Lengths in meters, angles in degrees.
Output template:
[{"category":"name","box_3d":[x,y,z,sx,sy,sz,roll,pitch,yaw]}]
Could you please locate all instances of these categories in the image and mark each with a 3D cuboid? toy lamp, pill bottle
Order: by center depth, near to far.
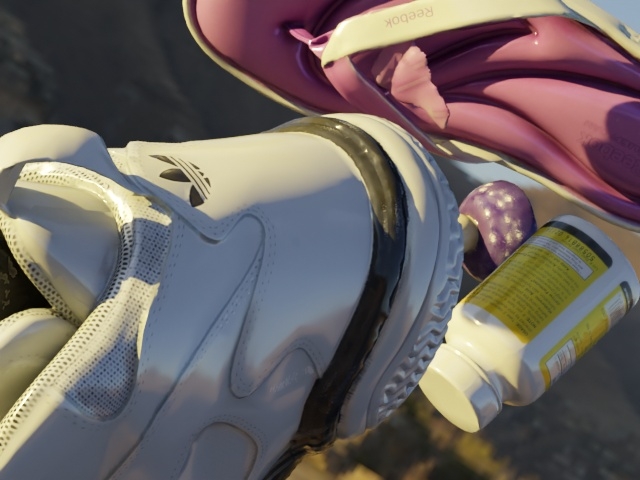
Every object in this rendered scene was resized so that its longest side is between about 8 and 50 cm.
[{"category":"pill bottle","box_3d":[0.106,0.045,0.960,0.065,0.116,0.065,42,-21,20]},{"category":"toy lamp","box_3d":[0.000,0.000,1.125,0.274,0.080,0.080,-1,17,-31]}]

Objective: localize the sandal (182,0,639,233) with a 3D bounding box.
[{"category":"sandal","box_3d":[0.105,-0.117,1.260,0.416,0.169,0.102,19,25,-1]}]

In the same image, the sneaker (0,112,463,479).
[{"category":"sneaker","box_3d":[-0.109,0.099,0.724,0.210,0.366,0.137,5,35,-45]}]
